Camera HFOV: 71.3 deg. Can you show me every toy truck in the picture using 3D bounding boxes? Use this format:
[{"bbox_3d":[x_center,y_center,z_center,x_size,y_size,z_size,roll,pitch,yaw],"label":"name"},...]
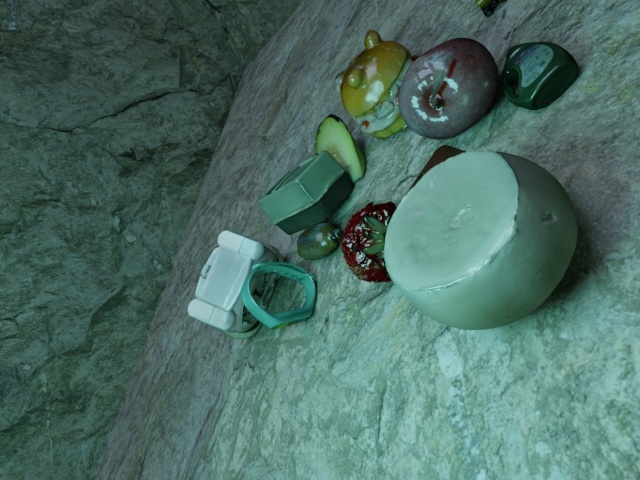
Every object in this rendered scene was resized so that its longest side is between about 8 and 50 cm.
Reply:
[{"bbox_3d":[0.468,-0.663,1.213,0.083,0.054,0.049,-39,36,34],"label":"toy truck"}]

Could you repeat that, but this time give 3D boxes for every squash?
[{"bbox_3d":[0.037,-0.285,1.494,0.237,0.155,0.203,-16,51,51],"label":"squash"}]

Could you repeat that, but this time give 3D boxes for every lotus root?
[{"bbox_3d":[0.000,0.000,1.370,0.192,0.088,0.113,-18,53,50],"label":"lotus root"}]

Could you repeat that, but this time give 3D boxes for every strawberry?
[{"bbox_3d":[0.127,0.008,1.080,0.184,0.186,0.201,-33,5,-16],"label":"strawberry"}]

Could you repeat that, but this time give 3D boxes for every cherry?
[{"bbox_3d":[0.302,-0.357,1.064,0.236,0.212,0.285,-12,29,31],"label":"cherry"}]

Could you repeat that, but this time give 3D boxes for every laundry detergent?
[{"bbox_3d":[0.455,-0.373,0.980,0.137,0.063,0.210,-54,29,29],"label":"laundry detergent"}]

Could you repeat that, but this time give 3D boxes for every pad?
[{"bbox_3d":[0.272,-0.112,1.114,0.267,0.004,0.181,-57,30,9],"label":"pad"}]

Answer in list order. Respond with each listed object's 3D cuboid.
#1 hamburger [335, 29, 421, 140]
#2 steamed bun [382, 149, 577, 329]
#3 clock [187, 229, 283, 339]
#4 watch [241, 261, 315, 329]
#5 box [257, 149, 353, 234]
[{"bbox_3d":[0.174,-0.466,1.340,0.276,0.237,0.276,-39,34,33],"label":"hamburger"},{"bbox_3d":[0.280,0.005,0.790,0.324,0.206,0.324,-38,35,33],"label":"steamed bun"},{"bbox_3d":[-0.256,0.152,1.463,0.184,0.326,0.342,24,81,19],"label":"clock"},{"bbox_3d":[-0.112,0.155,1.302,0.068,0.237,0.195,-42,62,47],"label":"watch"},{"bbox_3d":[-0.050,-0.148,1.450,0.291,0.166,0.220,-21,24,52],"label":"box"}]
